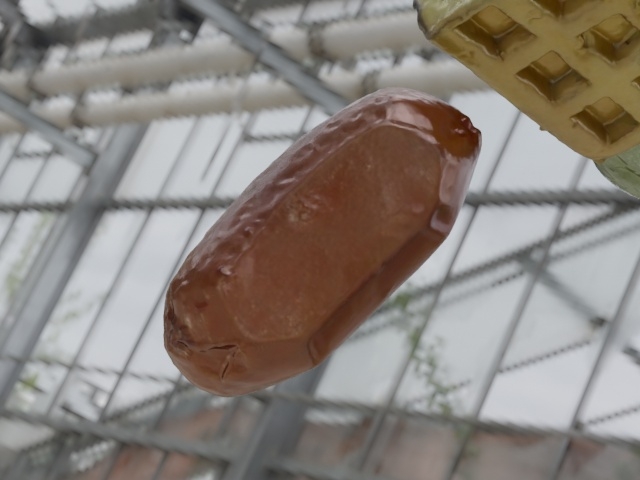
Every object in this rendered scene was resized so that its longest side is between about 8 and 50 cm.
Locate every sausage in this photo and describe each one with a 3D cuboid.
[{"bbox_3d":[0.000,0.000,1.190,0.133,0.258,0.133,44,-7,7],"label":"sausage"}]

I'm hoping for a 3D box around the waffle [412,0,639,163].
[{"bbox_3d":[0.223,-0.162,1.198,0.248,0.055,0.221,-30,-42,31],"label":"waffle"}]

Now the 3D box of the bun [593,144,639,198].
[{"bbox_3d":[0.289,-0.144,1.482,0.108,0.221,0.221,-3,-32,42],"label":"bun"}]
